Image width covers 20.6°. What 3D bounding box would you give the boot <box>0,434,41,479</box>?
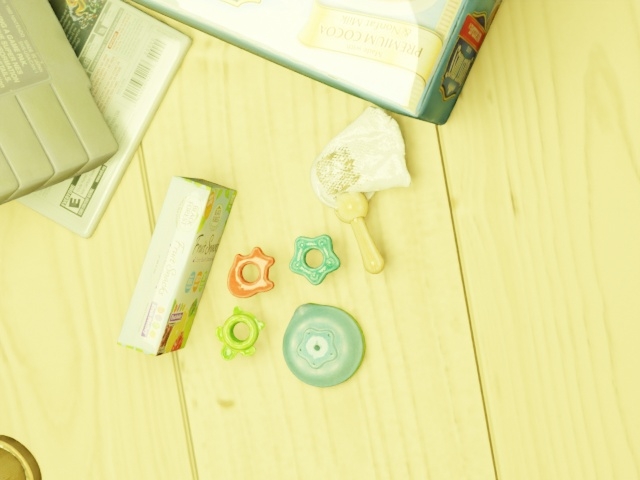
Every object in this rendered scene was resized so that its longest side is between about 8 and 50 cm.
[{"bbox_3d":[-0.374,0.273,1.455,0.305,0.115,0.112,-40,87,8],"label":"boot"}]

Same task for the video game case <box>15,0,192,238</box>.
[{"bbox_3d":[-0.225,-0.125,1.473,0.173,0.022,0.190,29,96,6],"label":"video game case"}]

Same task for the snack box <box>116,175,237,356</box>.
[{"bbox_3d":[-0.114,0.020,1.419,0.037,0.100,0.141,19,93,7],"label":"snack box"}]

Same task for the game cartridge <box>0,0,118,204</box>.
[{"bbox_3d":[-0.324,-0.187,1.370,0.068,0.230,0.355,-30,86,40],"label":"game cartridge"}]

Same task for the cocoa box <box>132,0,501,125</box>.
[{"bbox_3d":[-0.025,-0.255,1.335,0.347,0.231,0.228,24,95,8],"label":"cocoa box"}]

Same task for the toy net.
[{"bbox_3d":[0.000,0.000,1.433,0.122,0.045,0.232,18,92,9],"label":"toy net"}]
